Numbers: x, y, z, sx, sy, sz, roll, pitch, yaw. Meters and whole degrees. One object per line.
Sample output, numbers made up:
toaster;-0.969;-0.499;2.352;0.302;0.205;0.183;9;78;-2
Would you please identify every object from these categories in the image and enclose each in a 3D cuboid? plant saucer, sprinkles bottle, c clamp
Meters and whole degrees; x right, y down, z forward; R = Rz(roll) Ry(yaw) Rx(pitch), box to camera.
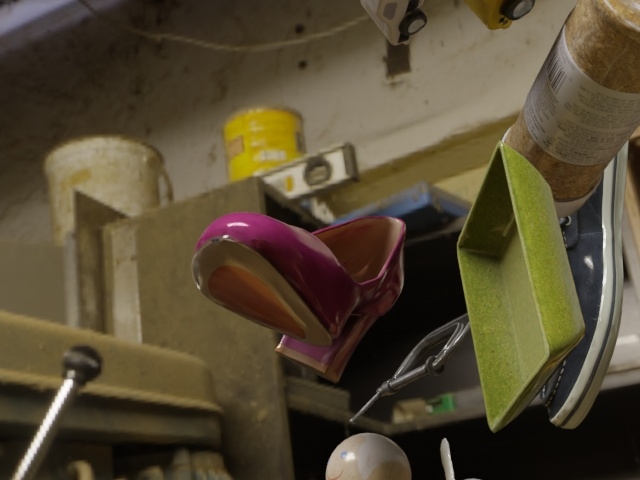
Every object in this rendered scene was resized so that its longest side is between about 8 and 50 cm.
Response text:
plant saucer;0.166;0.043;0.797;0.045;0.188;0.188;-3;-28;-6
sprinkles bottle;0.277;-0.148;0.982;0.121;0.121;0.355;-5;-24;-8
c clamp;0.111;0.140;1.063;0.137;0.022;0.160;-46;1;-37

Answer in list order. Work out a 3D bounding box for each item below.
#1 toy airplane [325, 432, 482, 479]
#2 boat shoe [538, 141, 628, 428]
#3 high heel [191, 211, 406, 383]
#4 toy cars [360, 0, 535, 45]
toy airplane;0.082;0.323;0.932;0.386;0.272;0.384;-12;-22;13
boat shoe;0.338;0.016;1.358;0.156;0.500;0.187;8;-20;2
high heel;0.000;0.000;0.809;0.127;0.181;0.377;24;-13;12
toy cars;0.117;-0.299;1.032;0.087;0.176;0.393;-23;15;-20
